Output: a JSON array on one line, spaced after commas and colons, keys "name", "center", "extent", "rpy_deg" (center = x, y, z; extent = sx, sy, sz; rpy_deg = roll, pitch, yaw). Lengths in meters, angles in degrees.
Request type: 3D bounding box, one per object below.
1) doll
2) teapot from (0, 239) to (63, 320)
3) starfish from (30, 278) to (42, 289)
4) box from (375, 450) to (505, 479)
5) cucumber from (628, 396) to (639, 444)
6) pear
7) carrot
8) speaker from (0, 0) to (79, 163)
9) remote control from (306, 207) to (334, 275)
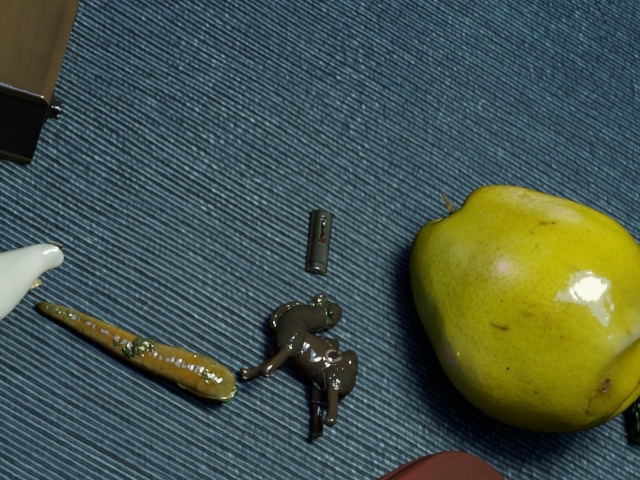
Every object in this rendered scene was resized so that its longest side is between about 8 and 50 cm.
[{"name": "doll", "center": [-0.010, 0.138, 1.678], "extent": [0.139, 0.057, 0.165], "rpy_deg": [36, 51, 3]}, {"name": "teapot", "center": [-0.479, 0.055, 1.435], "extent": [0.424, 0.252, 0.280], "rpy_deg": [-5, 27, 0]}, {"name": "starfish", "center": [-0.389, 0.078, 1.564], "extent": [0.133, 0.041, 0.130], "rpy_deg": [10, 49, 14]}, {"name": "box", "center": [0.100, 0.391, 1.517], "extent": [0.404, 0.108, 0.263], "rpy_deg": [-27, 72, -42]}, {"name": "cucumber", "center": [0.420, 0.129, 1.852], "extent": [0.067, 0.067, 0.293], "rpy_deg": [6, 60, -19]}, {"name": "pear", "center": [0.254, 0.079, 1.694], "extent": [0.336, 0.285, 0.285], "rpy_deg": [25, 55, 10]}, {"name": "carrot", "center": [-0.211, 0.125, 1.613], "extent": [0.254, 0.049, 0.049], "rpy_deg": [24, 56, -3]}, {"name": "speaker", "center": [-0.389, -0.242, 1.672], "extent": [0.192, 0.153, 0.231], "rpy_deg": [16, 58, -13]}, {"name": "remote control", "center": [0.000, 0.000, 1.780], "extent": [0.034, 0.016, 0.091], "rpy_deg": [17, 58, -18]}]
